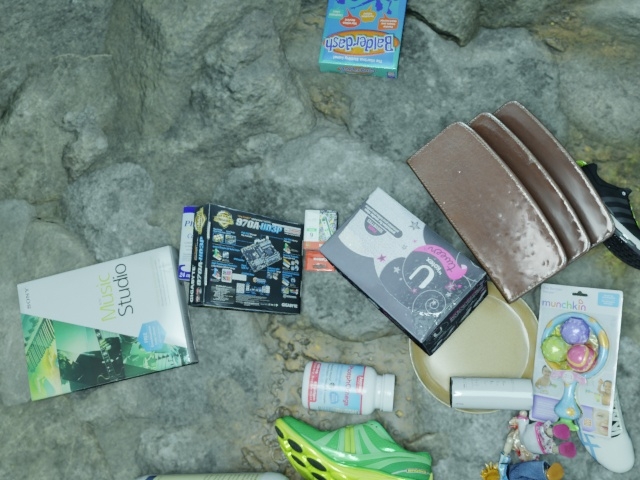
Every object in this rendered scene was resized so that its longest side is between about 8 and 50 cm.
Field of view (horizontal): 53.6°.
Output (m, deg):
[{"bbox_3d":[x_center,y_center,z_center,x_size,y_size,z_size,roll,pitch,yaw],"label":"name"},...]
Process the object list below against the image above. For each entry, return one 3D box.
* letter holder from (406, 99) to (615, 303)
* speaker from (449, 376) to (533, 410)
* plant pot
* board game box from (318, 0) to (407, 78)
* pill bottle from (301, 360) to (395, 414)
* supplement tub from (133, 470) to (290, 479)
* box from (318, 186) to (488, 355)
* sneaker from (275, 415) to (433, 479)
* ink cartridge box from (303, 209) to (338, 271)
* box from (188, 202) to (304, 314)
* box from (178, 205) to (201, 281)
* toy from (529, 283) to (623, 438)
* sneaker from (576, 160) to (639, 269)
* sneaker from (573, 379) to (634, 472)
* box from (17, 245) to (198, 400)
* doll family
[{"bbox_3d":[0.335,-0.081,1.093,0.214,0.152,0.302,-39,76,23],"label":"letter holder"},{"bbox_3d":[0.291,0.261,1.085,0.136,0.055,0.055,-1,79,7],"label":"speaker"},{"bbox_3d":[0.279,0.190,1.145,0.236,0.032,0.237,-1,78,7],"label":"plant pot"},{"bbox_3d":[0.090,-0.440,1.282,0.160,0.047,0.211,7,81,8],"label":"board game box"},{"bbox_3d":[0.051,0.264,1.131,0.160,0.087,0.087,3,80,8],"label":"pill bottle"},{"bbox_3d":[-0.159,0.504,1.037,0.324,0.235,0.236,-4,79,7],"label":"supplement tub"},{"bbox_3d":[0.148,0.053,1.110,0.163,0.142,0.247,-47,66,-3],"label":"box"},{"bbox_3d":[0.056,0.376,1.114,0.295,0.110,0.123,16,41,21],"label":"sneaker"},{"bbox_3d":[0.000,0.000,1.218,0.062,0.029,0.115,2,79,7],"label":"ink cartridge box"},{"bbox_3d":[-0.127,0.040,1.140,0.051,0.220,0.175,-9,75,46],"label":"box"},{"bbox_3d":[-0.206,0.015,1.193,0.072,0.126,0.137,0,80,10],"label":"box"},{"bbox_3d":[0.412,0.195,1.046,0.136,0.056,0.238,4,90,42],"label":"toy"},{"bbox_3d":[0.532,-0.051,1.132,0.097,0.084,0.235,-41,77,-3],"label":"sneaker"},{"bbox_3d":[0.470,0.278,1.077,0.085,0.086,0.237,-17,79,2],"label":"sneaker"},{"bbox_3d":[-0.414,0.160,1.227,0.321,0.058,0.233,-15,77,5],"label":"box"},{"bbox_3d":[0.342,0.419,1.035,0.118,0.163,0.263,-8,75,-27],"label":"doll family"}]
